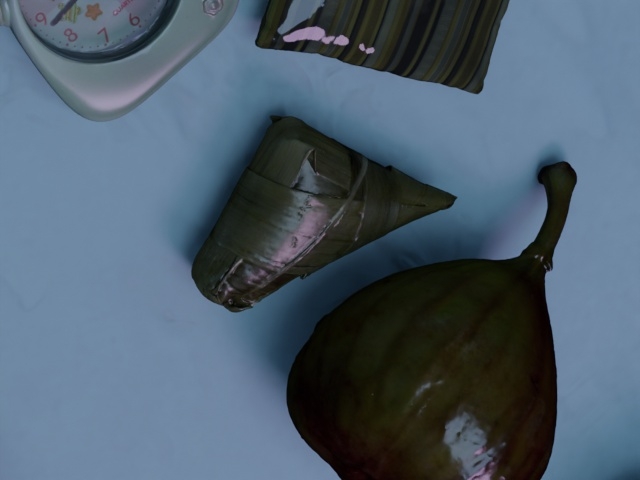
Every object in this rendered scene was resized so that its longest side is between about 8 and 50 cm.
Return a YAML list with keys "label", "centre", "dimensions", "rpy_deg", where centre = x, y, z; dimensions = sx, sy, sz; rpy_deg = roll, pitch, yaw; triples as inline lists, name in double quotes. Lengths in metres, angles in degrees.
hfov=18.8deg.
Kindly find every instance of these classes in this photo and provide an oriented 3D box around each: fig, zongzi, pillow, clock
- label: "fig"
  centre: [0.124, 0.066, 1.544]
  dimensions: [0.217, 0.217, 0.321]
  rpy_deg: [44, 74, -35]
- label: "zongzi"
  centre: [0.000, 0.000, 1.509]
  dimensions: [0.176, 0.078, 0.160]
  rpy_deg: [23, 109, -36]
- label: "pillow"
  centre: [0.054, -0.180, 1.462]
  dimensions: [0.203, 0.038, 0.113]
  rpy_deg: [10, 107, -30]
- label: "clock"
  centre: [-0.159, -0.188, 1.341]
  dimensions: [0.151, 0.062, 0.191]
  rpy_deg: [-41, 124, 0]
